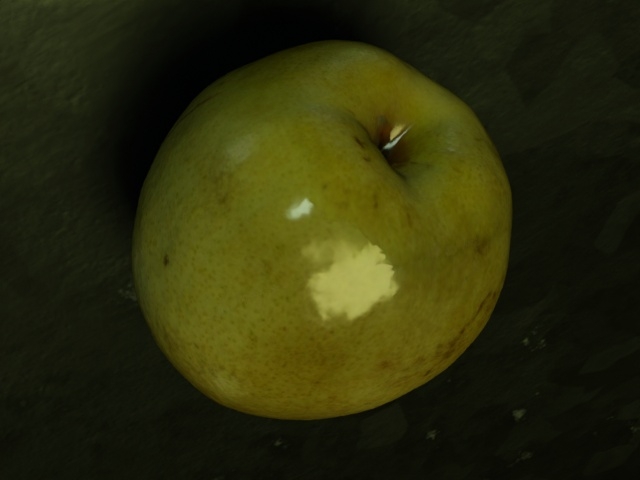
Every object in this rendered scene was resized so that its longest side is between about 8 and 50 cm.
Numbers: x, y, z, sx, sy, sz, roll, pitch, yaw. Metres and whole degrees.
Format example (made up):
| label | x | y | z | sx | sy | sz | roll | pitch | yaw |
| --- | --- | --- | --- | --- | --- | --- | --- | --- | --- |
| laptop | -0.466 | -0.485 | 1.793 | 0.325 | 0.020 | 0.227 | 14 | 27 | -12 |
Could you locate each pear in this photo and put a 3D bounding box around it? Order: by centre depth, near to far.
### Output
| label | x | y | z | sx | sy | sz | roll | pitch | yaw |
| --- | --- | --- | --- | --- | --- | --- | --- | --- | --- |
| pear | 0.000 | 0.000 | 0.887 | 0.314 | 0.314 | 0.314 | -16 | 138 | -15 |
